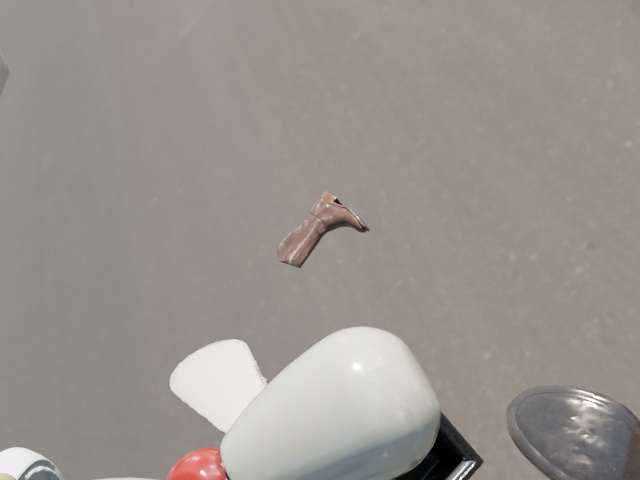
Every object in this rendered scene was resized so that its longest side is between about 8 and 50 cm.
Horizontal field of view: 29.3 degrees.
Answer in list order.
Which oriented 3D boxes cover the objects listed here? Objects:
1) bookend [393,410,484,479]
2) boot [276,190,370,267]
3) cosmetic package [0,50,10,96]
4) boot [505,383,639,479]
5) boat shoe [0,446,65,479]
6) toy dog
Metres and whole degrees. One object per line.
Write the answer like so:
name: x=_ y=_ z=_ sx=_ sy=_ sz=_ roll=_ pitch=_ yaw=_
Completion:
bookend: x=0.028 y=0.186 z=1.047 sx=0.156 sy=0.157 sz=0.072 roll=-42 pitch=6 yaw=-23
boot: x=0.000 y=0.000 z=1.621 sx=0.114 sy=0.037 sz=0.106 roll=-48 pitch=41 yaw=-3
cosmetic package: x=-0.322 y=-0.098 z=0.987 sx=0.099 sy=0.060 sz=0.239 roll=-13 pitch=30 yaw=4
boot: x=0.299 y=0.252 z=1.168 sx=0.264 sy=0.280 sz=0.096 roll=18 pitch=67 yaw=16
boat shoe: x=-0.239 y=0.268 z=0.873 sx=0.109 sy=0.094 sz=0.302 roll=-47 pitch=-30 yaw=-55
toy dog: x=-0.072 y=0.162 z=0.646 sx=0.334 sy=0.161 sz=0.220 roll=-11 pitch=79 yaw=26
